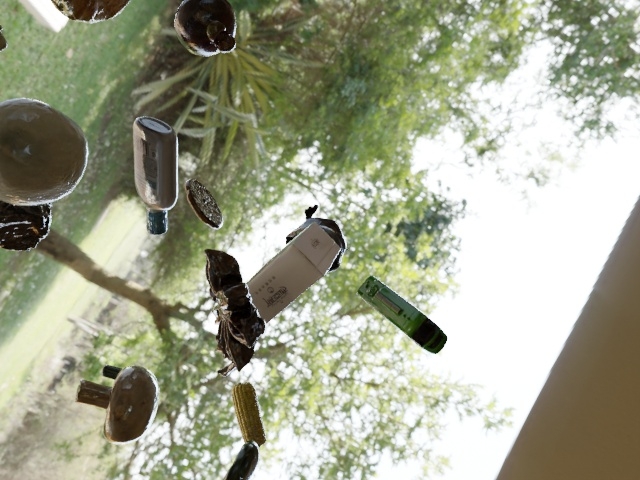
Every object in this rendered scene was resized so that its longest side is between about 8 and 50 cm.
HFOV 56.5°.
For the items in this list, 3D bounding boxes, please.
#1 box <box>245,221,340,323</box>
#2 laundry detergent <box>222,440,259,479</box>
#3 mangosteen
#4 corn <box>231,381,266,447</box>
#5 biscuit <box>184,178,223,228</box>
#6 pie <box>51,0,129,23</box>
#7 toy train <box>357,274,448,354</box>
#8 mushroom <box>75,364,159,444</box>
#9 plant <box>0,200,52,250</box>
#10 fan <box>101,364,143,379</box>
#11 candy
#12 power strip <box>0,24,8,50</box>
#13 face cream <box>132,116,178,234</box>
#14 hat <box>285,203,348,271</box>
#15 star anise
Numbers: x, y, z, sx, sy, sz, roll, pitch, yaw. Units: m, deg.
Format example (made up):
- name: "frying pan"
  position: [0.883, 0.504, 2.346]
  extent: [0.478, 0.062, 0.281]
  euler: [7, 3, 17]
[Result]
- name: "box"
  position: [-0.097, 0.097, 1.556]
  extent: [0.274, 0.116, 0.203]
  euler: [-41, -175, 23]
- name: "laundry detergent"
  position: [-0.246, 0.694, 1.764]
  extent: [0.211, 0.062, 0.137]
  euler: [-39, 143, -69]
- name: "mangosteen"
  position: [-0.258, -0.493, 1.379]
  extent: [0.153, 0.152, 0.152]
  euler: [-55, -167, 20]
- name: "corn"
  position: [-0.262, 0.640, 2.176]
  extent: [0.093, 0.093, 0.244]
  euler: [-44, -125, 51]
- name: "biscuit"
  position: [-0.429, -0.133, 2.195]
  extent: [0.036, 0.212, 0.212]
  euler: [-29, -160, 12]
- name: "pie"
  position: [-0.650, -0.786, 1.736]
  extent: [0.339, 0.083, 0.339]
  euler: [-51, 169, -14]
- name: "toy train"
  position: [0.122, 0.111, 0.930]
  extent: [0.044, 0.042, 0.209]
  euler: [-51, -152, -1]
- name: "mushroom"
  position: [-0.538, 0.424, 1.569]
  extent: [0.207, 0.215, 0.208]
  euler: [-163, -90, -79]
- name: "plant"
  position: [-0.852, -0.097, 1.646]
  extent: [0.204, 0.178, 0.234]
  euler: [-35, -119, 21]
- name: "fan"
  position: [-0.587, 0.412, 1.811]
  extent: [0.039, 0.154, 0.082]
  euler: [-99, -153, -80]
- name: "candy"
  position: [-0.739, -0.220, 1.495]
  extent: [0.296, 0.295, 0.185]
  euler: [-61, -163, -7]
- name: "power strip"
  position: [-0.709, -0.337, 1.112]
  extent: [0.256, 0.070, 0.105]
  euler: [-36, -148, -18]
- name: "face cream"
  position: [-0.467, -0.171, 1.692]
  extent: [0.080, 0.163, 0.337]
  euler: [-27, 135, -43]
- name: "hat"
  position: [0.019, -0.025, 2.279]
  extent: [0.209, 0.238, 0.336]
  euler: [-56, -176, -28]
- name: "star anise"
  position: [-0.152, 0.129, 1.033]
  extent: [0.230, 0.081, 0.263]
  euler: [37, -42, 51]
